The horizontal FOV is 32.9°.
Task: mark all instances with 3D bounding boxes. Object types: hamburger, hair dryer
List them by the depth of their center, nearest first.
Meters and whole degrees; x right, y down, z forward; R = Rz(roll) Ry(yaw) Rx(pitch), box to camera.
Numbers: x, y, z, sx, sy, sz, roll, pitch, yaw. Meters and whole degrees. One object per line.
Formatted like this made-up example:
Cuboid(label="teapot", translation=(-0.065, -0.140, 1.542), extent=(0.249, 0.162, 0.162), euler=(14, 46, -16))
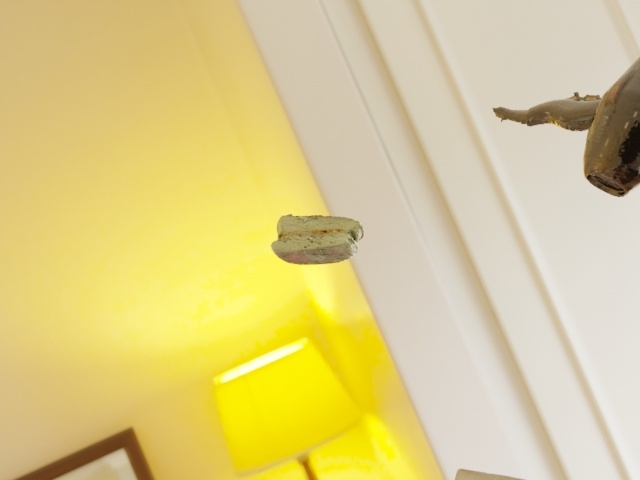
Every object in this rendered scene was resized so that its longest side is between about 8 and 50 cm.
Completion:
Cuboid(label="hamburger", translation=(0.000, 0.004, 1.412), extent=(0.121, 0.054, 0.084), euler=(-5, -25, 8))
Cuboid(label="hair dryer", translation=(0.362, -0.207, 1.462), extent=(0.359, 0.120, 0.304), euler=(9, 70, 58))

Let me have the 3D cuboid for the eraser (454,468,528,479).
Cuboid(label="eraser", translation=(0.182, 0.318, 1.082), extent=(0.081, 0.124, 0.279), euler=(8, -21, 21))
